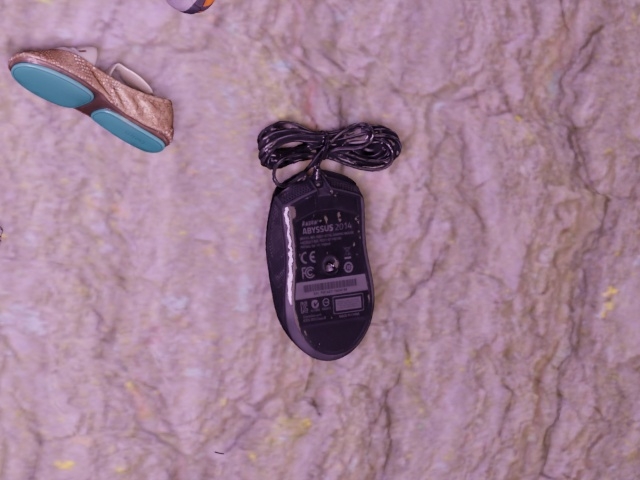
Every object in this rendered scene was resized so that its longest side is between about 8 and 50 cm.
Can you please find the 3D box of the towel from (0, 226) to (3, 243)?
[{"bbox_3d":[-0.508,0.065,1.799,0.312,0.056,0.324,31,88,-36],"label":"towel"}]

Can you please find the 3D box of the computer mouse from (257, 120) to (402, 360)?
[{"bbox_3d":[0.000,0.000,2.108,0.188,0.072,0.272,-2,94,-31],"label":"computer mouse"}]

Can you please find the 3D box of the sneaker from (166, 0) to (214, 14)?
[{"bbox_3d":[-0.041,-0.369,1.921,0.180,0.124,0.321,20,94,-35],"label":"sneaker"}]

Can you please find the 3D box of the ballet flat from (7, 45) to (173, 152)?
[{"bbox_3d":[-0.235,-0.161,1.909,0.206,0.073,0.067,31,60,-39],"label":"ballet flat"}]
